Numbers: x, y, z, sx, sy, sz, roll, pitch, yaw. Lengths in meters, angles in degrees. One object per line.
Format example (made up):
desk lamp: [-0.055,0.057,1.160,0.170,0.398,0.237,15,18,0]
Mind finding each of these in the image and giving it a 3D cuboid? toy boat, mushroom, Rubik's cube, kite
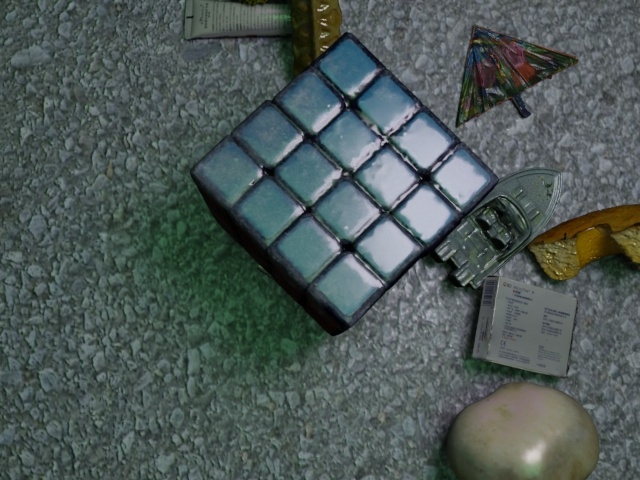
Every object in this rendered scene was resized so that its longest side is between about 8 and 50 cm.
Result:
toy boat: [0.364,-0.041,1.275,0.319,0.092,0.141,-39,93,-8]
mushroom: [0.368,0.392,1.157,0.260,0.254,0.234,-6,121,26]
Rubik's cube: [0.028,-0.072,1.089,0.344,0.344,0.337,44,81,3]
kite: [0.394,-0.368,1.368,0.321,0.016,0.234,-29,83,-8]

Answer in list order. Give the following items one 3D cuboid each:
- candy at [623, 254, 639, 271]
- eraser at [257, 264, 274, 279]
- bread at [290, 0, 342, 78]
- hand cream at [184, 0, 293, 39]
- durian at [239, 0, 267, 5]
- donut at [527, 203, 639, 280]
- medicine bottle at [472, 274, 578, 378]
candy: [0.671,0.006,1.303,0.110,0.085,0.095,-24,75,4]
eraser: [0.000,0.000,1.270,0.157,0.038,0.230,32,80,1]
bread: [-0.009,-0.407,1.255,0.098,0.087,0.269,-11,118,-17]
hand cream: [-0.144,-0.459,1.323,0.276,0.059,0.095,2,83,1]
durian: [-0.107,-0.595,1.279,0.236,0.176,0.200,-19,40,2]
donut: [0.559,-0.008,1.244,0.152,0.259,0.101,-35,103,-44]
medicine bottle: [0.403,0.168,1.241,0.201,0.052,0.171,14,80,-20]
